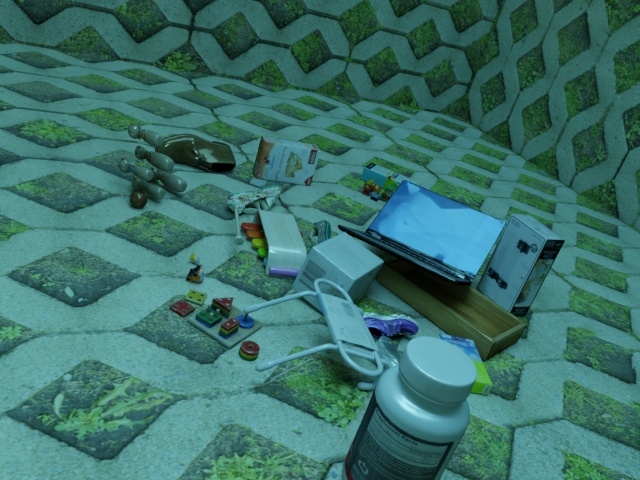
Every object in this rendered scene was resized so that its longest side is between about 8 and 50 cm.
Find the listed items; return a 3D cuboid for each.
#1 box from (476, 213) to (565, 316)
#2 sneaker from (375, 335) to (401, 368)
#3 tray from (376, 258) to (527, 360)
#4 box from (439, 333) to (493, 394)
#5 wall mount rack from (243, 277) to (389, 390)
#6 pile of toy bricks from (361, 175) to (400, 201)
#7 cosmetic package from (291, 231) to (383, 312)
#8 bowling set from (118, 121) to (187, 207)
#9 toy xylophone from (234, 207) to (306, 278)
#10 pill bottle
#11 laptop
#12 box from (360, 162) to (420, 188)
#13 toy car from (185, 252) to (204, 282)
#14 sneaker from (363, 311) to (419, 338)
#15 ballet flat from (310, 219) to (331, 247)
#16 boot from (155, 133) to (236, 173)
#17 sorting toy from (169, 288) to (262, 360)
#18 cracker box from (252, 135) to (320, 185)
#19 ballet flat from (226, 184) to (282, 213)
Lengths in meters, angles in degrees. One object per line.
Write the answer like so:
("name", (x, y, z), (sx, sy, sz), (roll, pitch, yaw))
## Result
("box", (0.632, 0.079, 1.929), (0.087, 0.290, 0.169), (3, 28, -31))
("sneaker", (0.181, 0.310, 1.479), (0.053, 0.061, 0.152), (-6, 53, -52))
("tray", (0.388, 0.186, 1.818), (0.203, 0.076, 0.411), (-12, 40, -45))
("box", (0.371, 0.321, 1.579), (0.109, 0.042, 0.178), (13, 27, -11))
("wall mount rack", (-0.006, 0.221, 1.417), (0.304, 0.130, 0.350), (20, 23, -26))
("pile of toy bricks", (0.279, -0.214, 2.477), (0.212, 0.105, 0.118), (26, 28, 16))
("cosmetic package", (0.050, 0.094, 1.674), (0.151, 0.151, 0.183), (38, 31, 18))
("bowling set", (-0.564, -0.211, 1.887), (0.154, 0.287, 0.200), (23, 60, 25))
("toy xylophone", (-0.156, -0.008, 1.840), (0.236, 0.081, 0.323), (12, 27, -12))
("pill bottle", (0.166, 0.341, 1.106), (0.176, 0.319, 0.176), (15, 26, -7))
("laptop", (0.324, -0.045, 1.851), (0.382, 0.236, 0.408), (26, 5, 22))
("box", (0.305, -0.259, 2.628), (0.244, 0.060, 0.100), (25, 27, 14))
("toy car", (-0.325, 0.070, 1.623), (0.040, 0.060, 0.122), (42, 24, -26))
("sneaker", (0.180, 0.241, 1.615), (0.170, 0.068, 0.071), (4, 44, -8))
("ballet flat", (0.000, 0.000, 1.960), (0.068, 0.072, 0.213), (-10, 26, 6))
("boot", (-0.453, -0.314, 2.232), (0.305, 0.112, 0.115), (1, 41, -34))
("sorting toy", (-0.234, 0.183, 1.469), (0.274, 0.046, 0.132), (28, 28, 21))
("cracker box", (-0.132, -0.308, 2.346), (0.232, 0.156, 0.067), (5, 29, -23))
("ballet flat", (-0.217, -0.131, 2.065), (0.241, 0.091, 0.077), (-17, 73, -43))
